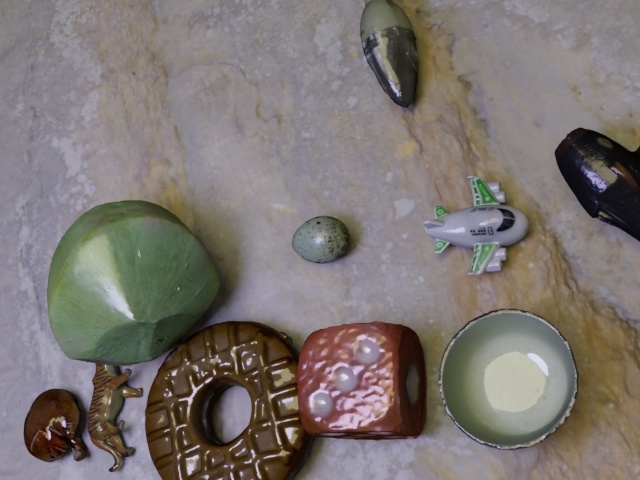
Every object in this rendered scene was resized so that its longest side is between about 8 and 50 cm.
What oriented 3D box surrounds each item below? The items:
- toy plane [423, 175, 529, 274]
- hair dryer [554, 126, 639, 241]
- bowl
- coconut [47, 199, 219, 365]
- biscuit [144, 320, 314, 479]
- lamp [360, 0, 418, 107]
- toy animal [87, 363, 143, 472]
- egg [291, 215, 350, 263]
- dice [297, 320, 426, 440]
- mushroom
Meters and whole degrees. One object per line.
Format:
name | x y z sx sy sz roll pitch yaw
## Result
toy plane | 0.261 -0.024 1.428 0.173 0.080 0.174 -6 72 18
hair dryer | 0.578 -0.139 1.341 0.359 0.120 0.303 -45 72 -6
bowl | 0.295 0.219 1.322 0.211 0.112 0.212 -6 72 19
coconut | -0.339 0.080 1.512 0.328 0.281 0.328 -17 25 9
biscuit | -0.158 0.302 1.478 0.331 0.103 0.332 -7 71 20
lamp | 0.126 -0.360 1.573 0.101 0.101 0.250 -16 73 17
toy animal | -0.391 0.309 1.603 0.099 0.056 0.241 -4 74 27
egg | 0.000 0.000 1.520 0.110 0.085 0.085 -16 69 24
dice | 0.067 0.229 1.376 0.179 0.175 0.174 -6 73 24
mushroom | -0.500 0.358 1.614 0.170 0.080 0.135 35 99 30
